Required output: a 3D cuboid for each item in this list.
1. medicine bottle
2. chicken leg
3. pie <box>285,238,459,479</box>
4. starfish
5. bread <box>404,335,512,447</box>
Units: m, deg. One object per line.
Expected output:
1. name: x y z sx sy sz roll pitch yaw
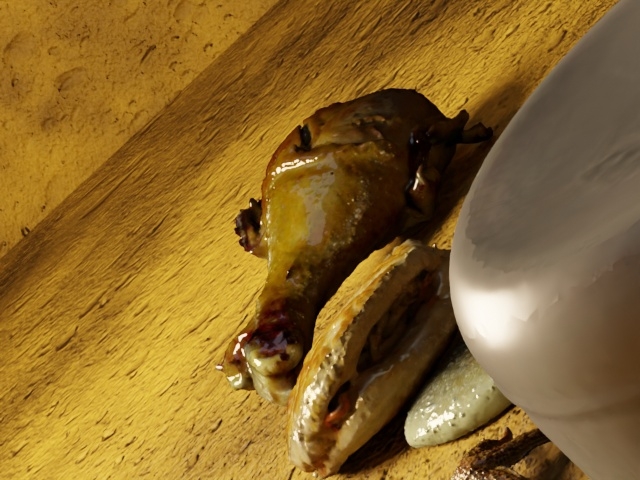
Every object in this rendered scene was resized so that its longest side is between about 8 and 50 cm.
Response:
1. medicine bottle: 0.225 0.041 0.704 0.245 0.306 0.245 -42 15 14
2. chicken leg: -0.008 -0.009 1.772 0.211 0.140 0.361 -10 34 52
3. pie: 0.038 0.089 1.488 0.205 0.084 0.179 -55 1 -17
4. starfish: 0.112 0.149 1.230 0.133 0.041 0.130 -48 17 -8
5. bread: 0.137 0.066 1.391 0.193 0.036 0.112 -52 18 -21
